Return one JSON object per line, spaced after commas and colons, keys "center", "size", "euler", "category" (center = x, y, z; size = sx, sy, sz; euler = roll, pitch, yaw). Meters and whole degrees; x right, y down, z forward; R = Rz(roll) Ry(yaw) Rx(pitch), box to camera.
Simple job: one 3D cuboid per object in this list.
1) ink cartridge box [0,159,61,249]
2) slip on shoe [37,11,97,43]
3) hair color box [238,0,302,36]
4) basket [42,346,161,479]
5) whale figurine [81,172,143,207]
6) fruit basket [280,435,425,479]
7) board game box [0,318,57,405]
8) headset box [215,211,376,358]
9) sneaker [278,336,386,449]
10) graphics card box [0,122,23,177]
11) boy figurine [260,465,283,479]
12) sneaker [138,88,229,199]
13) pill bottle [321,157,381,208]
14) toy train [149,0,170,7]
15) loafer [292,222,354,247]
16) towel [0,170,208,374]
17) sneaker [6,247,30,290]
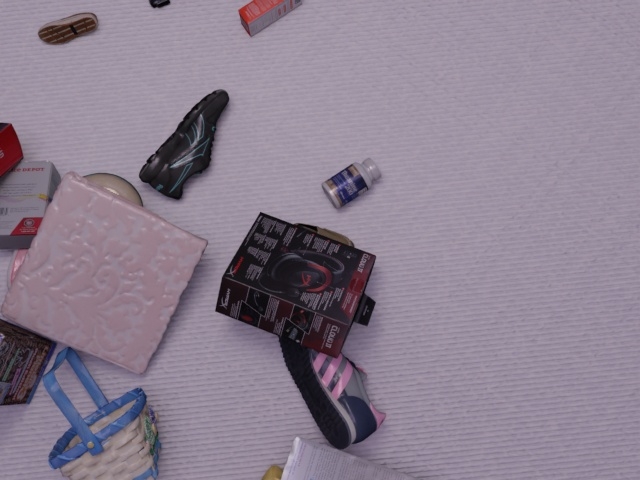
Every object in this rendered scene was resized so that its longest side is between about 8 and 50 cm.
{"center": [-0.628, -0.075, 1.717], "size": [0.128, 0.072, 0.175], "euler": [-2, 64, 1], "category": "ink cartridge box"}
{"center": [-0.565, -0.480, 1.822], "size": [0.135, 0.051, 0.041], "euler": [-18, 41, 6], "category": "slip on shoe"}
{"center": [-0.111, -0.518, 1.805], "size": [0.141, 0.072, 0.043], "euler": [-33, 82, -5], "category": "hair color box"}
{"center": [-0.436, 0.351, 1.584], "size": [0.201, 0.255, 0.289], "euler": [-35, 101, -3], "category": "basket"}
{"center": [-0.445, -0.011, 1.714], "size": [0.216, 0.141, 0.272], "euler": [-15, 105, -1], "category": "whale figurine"}
{"center": [0.064, 0.589, 1.560], "size": [0.353, 0.165, 0.327], "euler": [18, 71, 1], "category": "fruit basket"}
{"center": [-0.690, 0.214, 1.582], "size": [0.232, 0.291, 0.141], "euler": [22, 81, 4], "category": "board game box"}
{"center": [-0.032, 0.091, 1.632], "size": [0.293, 0.110, 0.218], "euler": [20, 42, 4], "category": "headset box"}
{"center": [0.020, 0.266, 1.675], "size": [0.131, 0.112, 0.319], "euler": [-13, 68, -37], "category": "sneaker"}
{"center": [-0.836, -0.164, 1.653], "size": [0.371, 0.232, 0.094], "euler": [5, 125, 13], "category": "graphics card box"}
{"center": [-0.076, 0.596, 1.615], "size": [0.177, 0.092, 0.285], "euler": [1, 84, 4], "category": "boy figurine"}
{"center": [-0.276, -0.209, 1.759], "size": [0.106, 0.101, 0.267], "euler": [40, 82, -16], "category": "sneaker"}
{"center": [0.068, -0.125, 1.740], "size": [0.120, 0.067, 0.067], "euler": [-33, 82, -4], "category": "pill bottle"}
{"center": [-0.313, -0.566, 1.837], "size": [0.158, 0.027, 0.036], "euler": [-25, 85, -3], "category": "toy train"}
{"center": [0.000, 0.000, 1.729], "size": [0.148, 0.050, 0.056], "euler": [14, 81, 3], "category": "loafer"}
{"center": [-0.433, 0.071, 1.637], "size": [0.317, 0.053, 0.331], "euler": [26, 102, -13], "category": "towel"}
{"center": [-0.617, 0.050, 1.729], "size": [0.070, 0.051, 0.134], "euler": [10, 77, 8], "category": "sneaker"}
